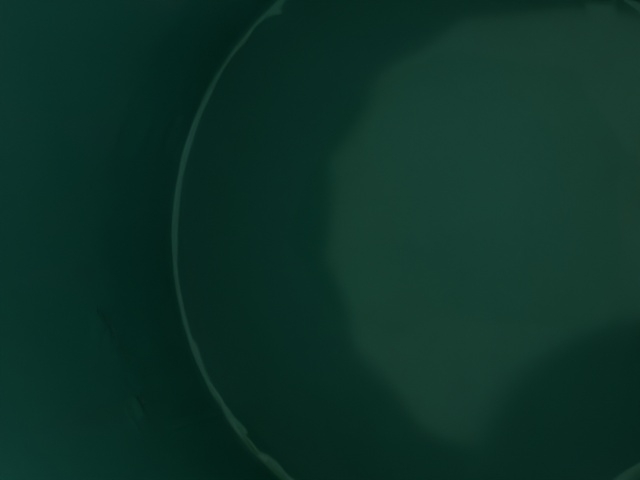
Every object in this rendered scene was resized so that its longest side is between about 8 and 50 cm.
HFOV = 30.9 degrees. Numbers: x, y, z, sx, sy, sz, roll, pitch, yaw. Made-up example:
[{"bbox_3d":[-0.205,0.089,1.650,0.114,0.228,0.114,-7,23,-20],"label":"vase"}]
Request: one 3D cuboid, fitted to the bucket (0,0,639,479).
[{"bbox_3d":[0.000,0.000,0.351,0.281,0.281,0.183,-37,-17,22],"label":"bucket"}]
